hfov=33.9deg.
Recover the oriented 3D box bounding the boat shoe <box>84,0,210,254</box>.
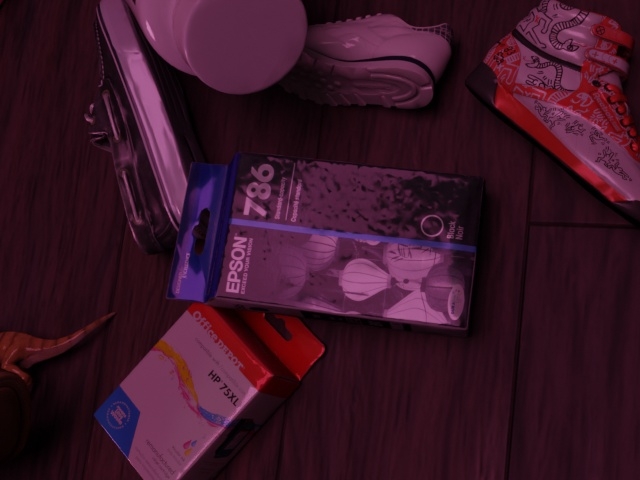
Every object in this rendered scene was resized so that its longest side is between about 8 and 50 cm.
[{"bbox_3d":[-0.224,-0.142,1.252,0.119,0.121,0.335,-24,71,12],"label":"boat shoe"}]

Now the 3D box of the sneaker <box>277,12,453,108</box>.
[{"bbox_3d":[0.035,-0.212,1.191,0.235,0.090,0.095,13,65,25],"label":"sneaker"}]

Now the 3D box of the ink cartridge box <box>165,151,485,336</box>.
[{"bbox_3d":[0.000,0.000,1.108,0.332,0.065,0.166,5,77,10],"label":"ink cartridge box"}]

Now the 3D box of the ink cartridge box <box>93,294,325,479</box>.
[{"bbox_3d":[-0.121,0.157,1.157,0.231,0.078,0.134,-49,64,5],"label":"ink cartridge box"}]

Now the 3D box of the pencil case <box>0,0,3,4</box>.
[{"bbox_3d":[-0.530,-0.398,1.461,0.236,0.104,0.104,28,89,27],"label":"pencil case"}]

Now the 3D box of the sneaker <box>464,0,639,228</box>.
[{"bbox_3d":[0.282,-0.134,1.051,0.145,0.090,0.270,-49,62,8],"label":"sneaker"}]

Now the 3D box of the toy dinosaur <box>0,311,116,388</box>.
[{"bbox_3d":[-0.359,0.137,1.273,0.211,0.064,0.112,-2,75,23],"label":"toy dinosaur"}]

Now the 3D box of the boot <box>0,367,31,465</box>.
[{"bbox_3d":[-0.446,0.201,1.241,0.220,0.109,0.283,49,131,32],"label":"boot"}]

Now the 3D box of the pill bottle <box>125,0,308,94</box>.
[{"bbox_3d":[-0.128,-0.287,1.156,0.176,0.176,0.318,-43,40,8],"label":"pill bottle"}]
